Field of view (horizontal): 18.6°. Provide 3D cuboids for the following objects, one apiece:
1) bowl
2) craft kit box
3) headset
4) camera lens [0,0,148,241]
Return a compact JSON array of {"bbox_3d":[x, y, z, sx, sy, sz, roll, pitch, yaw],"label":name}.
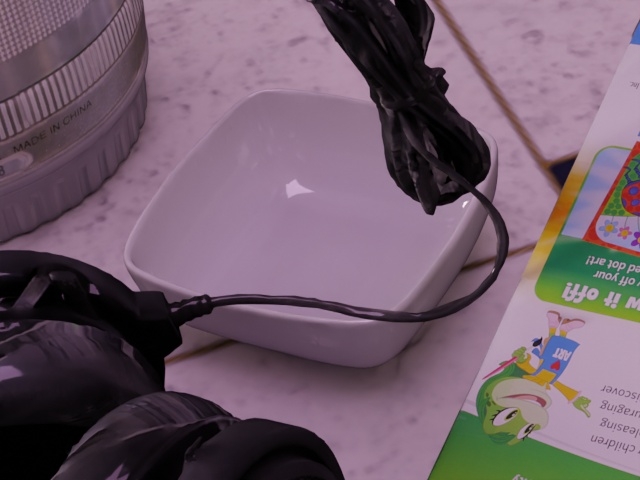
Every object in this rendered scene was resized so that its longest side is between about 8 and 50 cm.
[{"bbox_3d":[0.000,0.000,0.869,0.142,0.053,0.142,12,45,25],"label":"bowl"},{"bbox_3d":[0.190,0.041,0.707,0.250,0.061,0.247,13,61,34],"label":"craft kit box"},{"bbox_3d":[-0.089,0.075,0.702,0.394,0.185,0.243,-41,48,-16],"label":"headset"},{"bbox_3d":[-0.205,-0.157,0.924,0.219,0.274,0.219,-6,40,5],"label":"camera lens"}]
